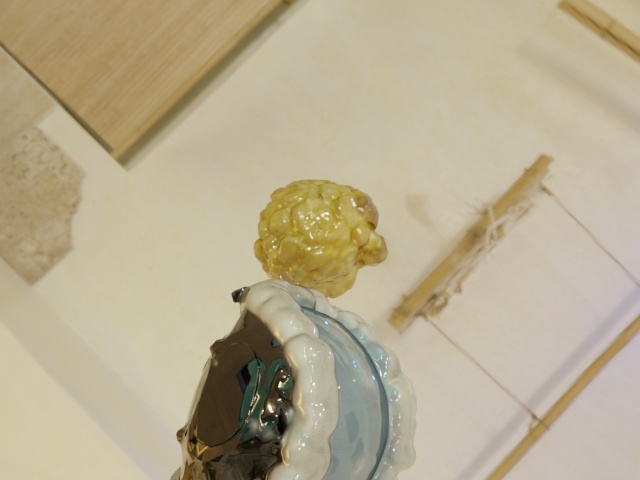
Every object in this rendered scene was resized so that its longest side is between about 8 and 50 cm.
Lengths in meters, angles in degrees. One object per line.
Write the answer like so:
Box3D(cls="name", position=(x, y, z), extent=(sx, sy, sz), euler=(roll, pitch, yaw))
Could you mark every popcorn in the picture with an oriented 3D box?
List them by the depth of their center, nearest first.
Box3D(cls="popcorn", position=(0.000, 0.000, 1.002), extent=(0.170, 0.180, 0.180), euler=(-47, 177, -38))

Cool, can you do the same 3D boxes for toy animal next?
Box3D(cls="toy animal", position=(-0.012, 0.151, 0.646), extent=(0.204, 0.156, 0.208), euler=(25, 87, -49))
